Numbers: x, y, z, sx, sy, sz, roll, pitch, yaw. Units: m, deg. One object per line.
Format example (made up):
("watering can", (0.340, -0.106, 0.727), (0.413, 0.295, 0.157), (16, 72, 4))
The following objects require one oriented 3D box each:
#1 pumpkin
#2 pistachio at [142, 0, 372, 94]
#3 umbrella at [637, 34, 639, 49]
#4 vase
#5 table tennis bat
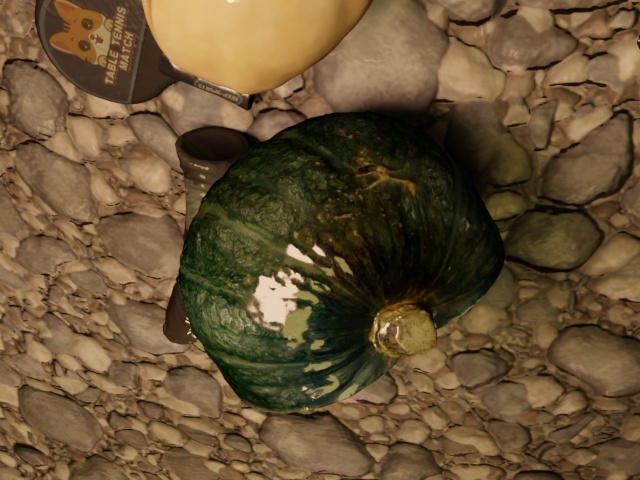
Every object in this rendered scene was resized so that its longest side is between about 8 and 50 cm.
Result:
("pumpkin", (0.000, 0.000, 0.989), (0.197, 0.293, 0.263), (56, 167, -23))
("pistachio", (-0.036, -0.266, 0.840), (0.193, 0.214, 0.318), (45, 134, 31))
("umbrella", (0.383, -0.166, 0.874), (0.236, 0.059, 0.066), (14, 148, 9))
("vase", (-0.114, -0.002, 1.144), (0.116, 0.115, 0.237), (12, 127, 8))
("table tennis bat", (-0.174, -0.188, 1.059), (0.236, 0.027, 0.150), (23, 131, 2))
